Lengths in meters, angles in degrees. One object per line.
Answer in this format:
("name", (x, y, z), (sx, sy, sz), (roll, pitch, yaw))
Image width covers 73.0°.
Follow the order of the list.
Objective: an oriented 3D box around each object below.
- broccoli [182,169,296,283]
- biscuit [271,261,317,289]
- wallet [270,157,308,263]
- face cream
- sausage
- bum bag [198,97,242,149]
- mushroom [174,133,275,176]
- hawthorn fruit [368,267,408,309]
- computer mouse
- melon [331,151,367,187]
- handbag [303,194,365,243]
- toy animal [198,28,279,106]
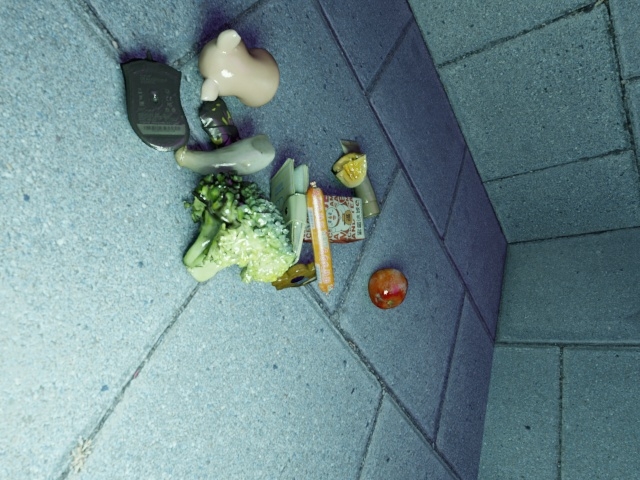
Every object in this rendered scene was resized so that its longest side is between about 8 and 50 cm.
("broccoli", (-0.235, -0.013, 1.134), (0.281, 0.293, 0.348), (-38, 150, -9))
("biscuit", (-0.058, 0.115, 1.381), (0.236, 0.180, 0.039), (7, 55, -65))
("wallet", (-0.105, -0.070, 1.325), (0.077, 0.223, 0.309), (9, 73, -27))
("face cream", (0.170, -0.265, 1.843), (0.137, 0.084, 0.341), (-10, 82, -51))
("sausage", (0.000, 0.000, 1.269), (0.053, 0.053, 0.347), (-29, 116, -51))
("bum bag", (-0.279, -0.298, 1.271), (0.107, 0.060, 0.232), (-36, 109, -37))
("mushroom", (-0.256, -0.227, 1.188), (0.270, 0.103, 0.118), (-14, 61, -30))
("hawthorn fruit", (0.276, 0.201, 1.796), (0.173, 0.173, 0.172), (16, 70, -50))
("computer mouse", (-0.416, -0.340, 1.082), (0.147, 0.088, 0.264), (-3, 84, -34))
("melon", (0.115, -0.279, 1.760), (0.160, 0.079, 0.128), (-37, 120, -19))
("handbag", (0.021, -0.071, 1.538), (0.298, 0.151, 0.171), (-3, 88, -49))
("toy animal", (-0.238, -0.500, 1.257), (0.256, 0.213, 0.195), (2, 123, -45))
